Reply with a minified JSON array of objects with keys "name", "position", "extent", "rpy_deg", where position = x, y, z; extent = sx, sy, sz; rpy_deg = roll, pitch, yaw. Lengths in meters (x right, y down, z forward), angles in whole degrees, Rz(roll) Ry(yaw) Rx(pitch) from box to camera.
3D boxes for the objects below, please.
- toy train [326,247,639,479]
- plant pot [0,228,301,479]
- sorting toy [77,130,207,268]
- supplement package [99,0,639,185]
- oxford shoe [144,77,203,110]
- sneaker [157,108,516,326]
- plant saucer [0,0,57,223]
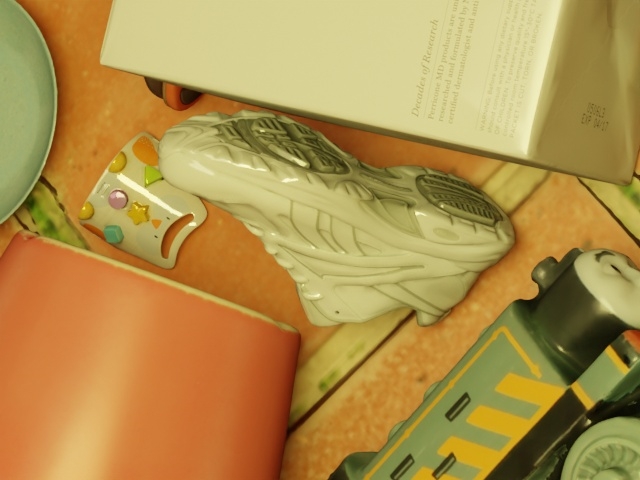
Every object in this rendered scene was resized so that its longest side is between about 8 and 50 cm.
[{"name":"toy train","position":[0.110,0.159,1.060],"extent":[0.334,0.142,0.190],"rpy_deg":[-52,57,24]},{"name":"plant pot","position":[-0.143,0.137,1.149],"extent":[0.275,0.275,0.243],"rpy_deg":[18,86,28]},{"name":"sorting toy","position":[-0.120,-0.020,1.266],"extent":[0.075,0.045,0.083],"rpy_deg":[35,103,6]},{"name":"supplement package","position":[0.045,-0.152,1.102],"extent":[0.293,0.177,0.175],"rpy_deg":[14,93,28]},{"name":"oxford shoe","position":[-0.111,-0.223,1.215],"extent":[0.098,0.097,0.271],"rpy_deg":[8,108,22]},{"name":"sneaker","position":[0.000,0.000,1.108],"extent":[0.115,0.232,0.090],"rpy_deg":[-62,20,23]},{"name":"plant saucer","position":[-0.263,-0.092,1.343],"extent":[0.195,0.037,0.195],"rpy_deg":[-2,85,27]}]
